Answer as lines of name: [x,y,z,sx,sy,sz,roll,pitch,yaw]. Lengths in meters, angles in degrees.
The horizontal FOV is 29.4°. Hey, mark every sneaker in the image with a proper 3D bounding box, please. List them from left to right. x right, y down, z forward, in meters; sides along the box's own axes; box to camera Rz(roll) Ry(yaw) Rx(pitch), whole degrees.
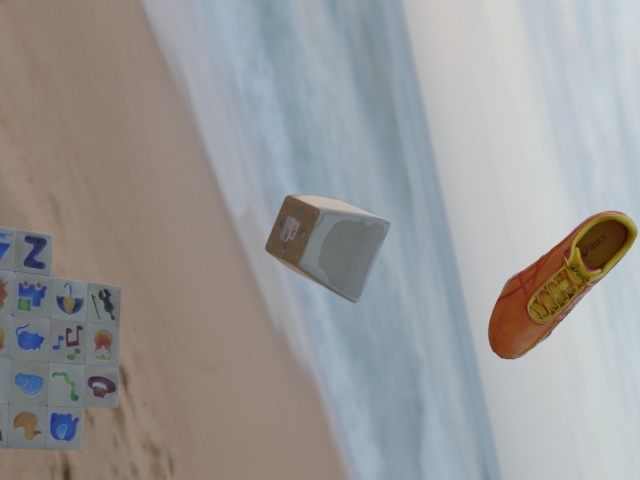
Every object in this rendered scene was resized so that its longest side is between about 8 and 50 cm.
sneaker: [0.215,0.036,1.110,0.064,0.175,0.067,41,2,3]

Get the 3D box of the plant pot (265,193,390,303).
plant pot: [0.000,0.000,1.468,0.096,0.109,0.109,20,94,-41]

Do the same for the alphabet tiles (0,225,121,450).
alphabet tiles: [-0.277,0.086,1.087,0.237,0.009,0.198,11,74,-45]
